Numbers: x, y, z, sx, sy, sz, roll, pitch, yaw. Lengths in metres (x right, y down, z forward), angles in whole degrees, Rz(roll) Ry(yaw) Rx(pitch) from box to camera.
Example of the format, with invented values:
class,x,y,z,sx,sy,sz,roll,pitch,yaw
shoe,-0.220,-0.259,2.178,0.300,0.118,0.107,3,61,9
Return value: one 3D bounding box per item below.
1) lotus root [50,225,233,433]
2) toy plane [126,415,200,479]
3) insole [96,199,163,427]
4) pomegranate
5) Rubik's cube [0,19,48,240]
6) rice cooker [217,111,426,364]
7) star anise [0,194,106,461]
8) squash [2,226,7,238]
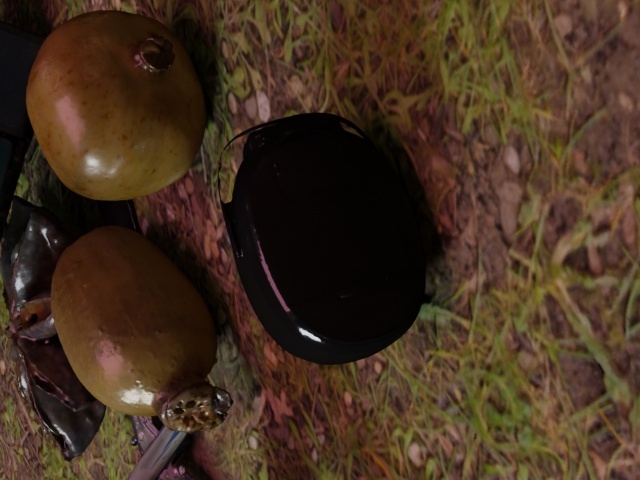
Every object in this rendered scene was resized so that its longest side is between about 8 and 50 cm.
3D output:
class,x,y,z,sx,sy,sz,roll,pitch,yaw
lotus root,-0.195,0.081,1.469,0.146,0.131,0.303,-52,45,11
toy plane,-0.173,0.230,1.566,0.226,0.058,0.226,51,140,20
insole,-0.205,0.067,1.623,0.119,0.009,0.348,-26,78,59
pomegranate,-0.191,-0.133,1.364,0.196,0.196,0.196,30,126,53
Rubik's cube,-0.523,-0.095,1.711,0.313,0.318,0.316,133,151,-56
rice cooker,0.000,-0.001,1.104,0.118,0.142,0.203,115,139,-64
star anise,-0.314,0.099,1.719,0.331,0.117,0.332,165,90,-69
squash,-0.537,-0.073,2.136,0.289,0.203,0.111,-71,-24,-77
